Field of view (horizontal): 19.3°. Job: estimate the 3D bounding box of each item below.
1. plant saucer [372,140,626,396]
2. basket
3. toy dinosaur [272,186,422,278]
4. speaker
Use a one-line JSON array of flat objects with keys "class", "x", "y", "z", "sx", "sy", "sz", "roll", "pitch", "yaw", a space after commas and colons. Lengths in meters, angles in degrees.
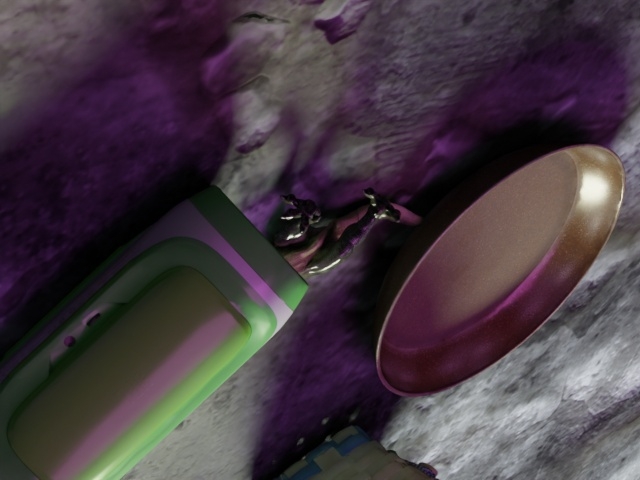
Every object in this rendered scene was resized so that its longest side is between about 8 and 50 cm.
[{"class": "plant saucer", "x": 0.161, "y": 0.019, "z": 1.793, "sx": 0.310, "sy": 0.050, "sz": 0.310, "roll": -32, "pitch": 149, "yaw": -22}, {"class": "basket", "x": 0.076, "y": 0.340, "z": 1.854, "sx": 0.201, "sy": 0.289, "sz": 0.255, "roll": -31, "pitch": 151, "yaw": -11}, {"class": "toy dinosaur", "x": 0.000, "y": 0.000, "z": 1.567, "sx": 0.268, "sy": 0.064, "sz": 0.118, "roll": -26, "pitch": 164, "yaw": -32}, {"class": "speaker", "x": -0.153, "y": 0.096, "z": 1.438, "sx": 0.296, "sy": 0.131, "sz": 0.131, "roll": -43, "pitch": 150, "yaw": -1}]
